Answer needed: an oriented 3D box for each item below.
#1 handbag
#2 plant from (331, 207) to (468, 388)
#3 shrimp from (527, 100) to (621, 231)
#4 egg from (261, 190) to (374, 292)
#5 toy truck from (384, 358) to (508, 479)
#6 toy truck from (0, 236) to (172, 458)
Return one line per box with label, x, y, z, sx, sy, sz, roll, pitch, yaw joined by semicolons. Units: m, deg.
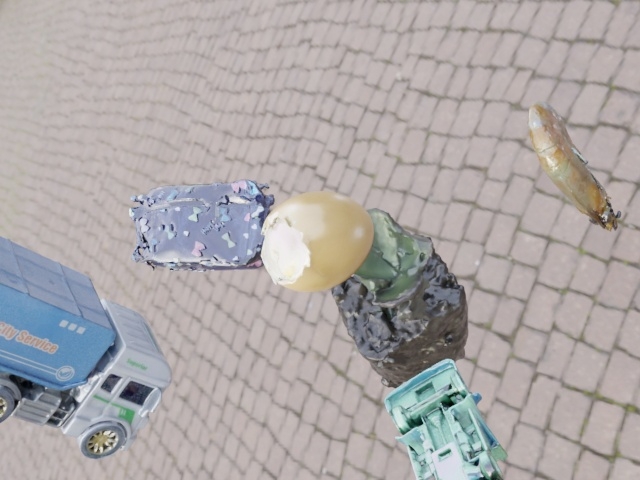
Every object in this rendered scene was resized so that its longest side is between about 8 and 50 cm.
handbag;-0.202;-0.026;1.568;0.260;0.113;0.162;-3;80;20
plant;0.086;0.067;0.972;0.131;0.203;0.142;-22;43;-3
shrimp;0.299;-0.083;1.059;0.042;0.190;0.101;-25;21;37
egg;0.000;0.000;0.730;0.080;0.096;0.080;11;105;46
toy truck;0.102;0.166;0.632;0.067;0.081;0.175;-33;28;10
toy truck;-0.340;0.118;1.035;0.175;0.367;0.146;-49;43;10
